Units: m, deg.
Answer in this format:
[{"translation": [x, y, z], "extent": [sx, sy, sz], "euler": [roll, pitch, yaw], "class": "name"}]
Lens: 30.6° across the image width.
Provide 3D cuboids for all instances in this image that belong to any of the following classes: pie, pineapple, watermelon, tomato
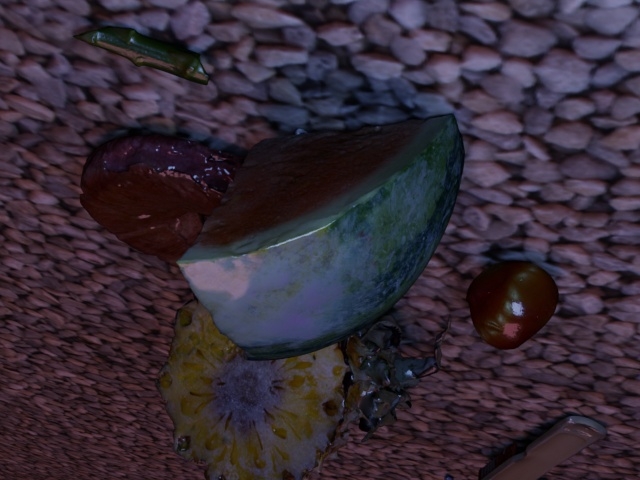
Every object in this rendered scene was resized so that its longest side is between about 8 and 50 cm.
[{"translation": [-0.125, -0.032, 1.105], "extent": [0.204, 0.054, 0.218], "euler": [29, 153, -31], "class": "pie"}, {"translation": [0.004, 0.141, 1.277], "extent": [0.262, 0.263, 0.271], "euler": [-2, 174, 34], "class": "pineapple"}, {"translation": [0.000, 0.000, 0.931], "extent": [0.176, 0.260, 0.256], "euler": [28, 132, -3], "class": "watermelon"}, {"translation": [0.178, 0.057, 1.094], "extent": [0.075, 0.087, 0.087], "euler": [46, 153, -1], "class": "tomato"}]

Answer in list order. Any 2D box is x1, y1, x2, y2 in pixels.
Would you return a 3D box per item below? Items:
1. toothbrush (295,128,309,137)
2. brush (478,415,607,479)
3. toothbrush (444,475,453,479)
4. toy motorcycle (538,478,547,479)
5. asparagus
[{"translation": [0.023, -0.061, 1.005], "extent": [0.131, 0.011, 0.013], "euler": [33, 163, -37], "class": "toothbrush"}, {"translation": [0.294, 0.293, 1.608], "extent": [0.060, 0.050, 0.321], "euler": [21, 149, -7], "class": "brush"}, {"translation": [0.235, 0.429, 1.976], "extent": [0.013, 0.019, 0.193], "euler": [4, 156, 23], "class": "toothbrush"}, {"translation": [0.398, 0.398, 1.761], "extent": [0.173, 0.058, 0.100], "euler": [-5, 144, 42], "class": "toy motorcycle"}, {"translation": [-0.135, -0.145, 0.897], "extent": [0.108, 0.021, 0.025], "euler": [18, 152, -6], "class": "asparagus"}]
